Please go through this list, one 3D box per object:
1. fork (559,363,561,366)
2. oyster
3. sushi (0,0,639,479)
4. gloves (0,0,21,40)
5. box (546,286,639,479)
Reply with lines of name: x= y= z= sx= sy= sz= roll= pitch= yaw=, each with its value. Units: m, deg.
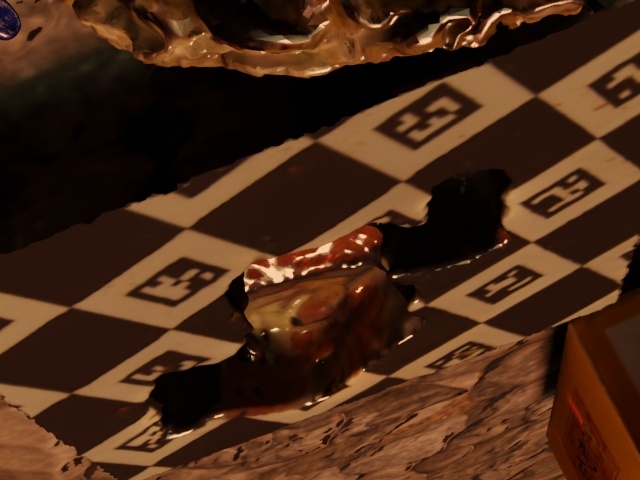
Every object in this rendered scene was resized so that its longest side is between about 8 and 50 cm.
fork: x=0.202 y=0.113 z=0.975 sx=0.039 sy=0.021 sz=0.235 roll=-18 pitch=157 yaw=5
oyster: x=0.004 y=-0.096 z=0.317 sx=0.177 sy=0.105 sz=0.056 roll=-7 pitch=175 yaw=23
sushi: x=0.000 y=0.000 z=0.547 sx=0.294 sy=0.059 sz=0.292 roll=-20 pitch=156 yaw=-1
gloves: x=-0.121 y=-0.069 z=0.355 sx=0.064 sy=0.026 sz=0.086 roll=-23 pitch=155 yaw=0
box: x=0.364 y=0.061 z=0.853 sx=0.415 sy=0.116 sz=0.264 roll=-24 pitch=154 yaw=-4
